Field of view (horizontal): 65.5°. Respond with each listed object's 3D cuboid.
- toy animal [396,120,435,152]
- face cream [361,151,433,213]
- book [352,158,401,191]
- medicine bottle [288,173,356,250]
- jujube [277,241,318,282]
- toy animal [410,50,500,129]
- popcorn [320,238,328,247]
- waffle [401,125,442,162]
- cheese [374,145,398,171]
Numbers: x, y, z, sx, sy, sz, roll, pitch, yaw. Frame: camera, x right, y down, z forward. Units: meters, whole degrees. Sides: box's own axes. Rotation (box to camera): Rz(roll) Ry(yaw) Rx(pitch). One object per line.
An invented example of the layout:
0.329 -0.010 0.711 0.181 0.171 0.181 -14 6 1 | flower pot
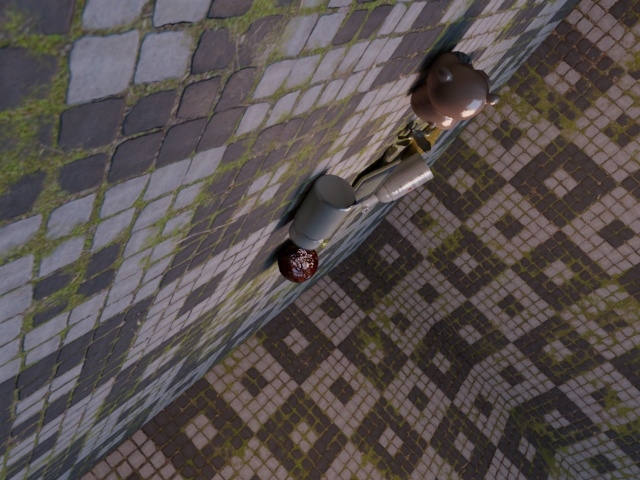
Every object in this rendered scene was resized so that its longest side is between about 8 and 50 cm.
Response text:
0.387 -0.421 1.950 0.155 0.095 0.219 -46 -150 5 | toy animal
0.337 -0.264 2.357 0.370 0.145 0.145 -30 175 10 | face cream
0.197 -0.225 2.143 0.228 0.018 0.322 -29 168 -30 | book
-0.001 -0.082 1.597 0.143 0.143 0.258 -37 168 -42 | medicine bottle
-0.095 0.075 1.972 0.168 0.168 0.236 -43 156 -9 | jujube
0.390 -0.446 1.527 0.221 0.210 0.229 -56 -157 37 | toy animal
-0.001 0.002 2.365 0.083 0.068 0.060 -4 174 40 | popcorn
0.503 -0.479 2.420 0.221 0.055 0.248 -41 171 -20 | waffle
0.276 -0.329 2.091 0.065 0.043 0.194 -38 170 -22 | cheese
